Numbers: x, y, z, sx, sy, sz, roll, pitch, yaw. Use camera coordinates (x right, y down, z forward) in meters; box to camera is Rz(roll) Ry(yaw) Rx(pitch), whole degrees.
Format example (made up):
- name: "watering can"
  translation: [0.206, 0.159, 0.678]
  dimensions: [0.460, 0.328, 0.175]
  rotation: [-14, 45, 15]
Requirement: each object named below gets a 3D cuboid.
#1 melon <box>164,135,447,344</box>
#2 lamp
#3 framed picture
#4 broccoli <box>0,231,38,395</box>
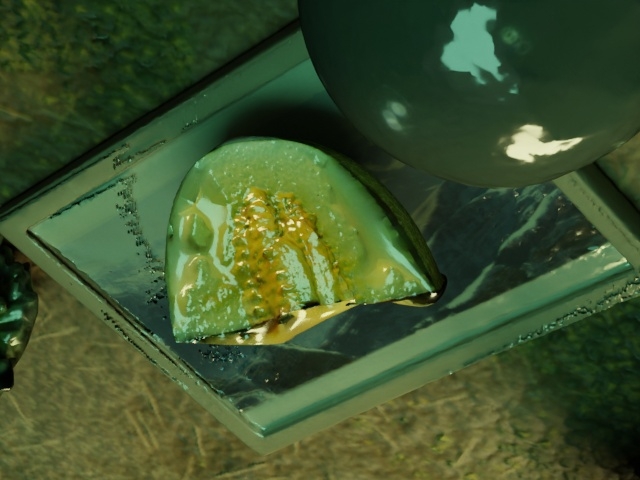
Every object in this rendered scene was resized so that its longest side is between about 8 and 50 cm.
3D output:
- name: "melon"
  translation: [-0.009, -0.006, 0.998]
  dimensions: [0.160, 0.079, 0.128]
  rotation: [-11, 108, 28]
- name: "lamp"
  translation: [0.073, -0.177, 0.789]
  dimensions: [0.181, 0.182, 0.314]
  rotation: [1, 112, 17]
- name: "framed picture"
  translation: [0.000, 0.000, 1.063]
  dimensions: [0.335, 0.022, 0.247]
  rotation: [-27, 120, 36]
- name: "broccoli"
  translation: [-0.318, 0.093, 1.166]
  dimensions: [0.288, 0.248, 0.245]
  rotation: [4, 171, 2]
